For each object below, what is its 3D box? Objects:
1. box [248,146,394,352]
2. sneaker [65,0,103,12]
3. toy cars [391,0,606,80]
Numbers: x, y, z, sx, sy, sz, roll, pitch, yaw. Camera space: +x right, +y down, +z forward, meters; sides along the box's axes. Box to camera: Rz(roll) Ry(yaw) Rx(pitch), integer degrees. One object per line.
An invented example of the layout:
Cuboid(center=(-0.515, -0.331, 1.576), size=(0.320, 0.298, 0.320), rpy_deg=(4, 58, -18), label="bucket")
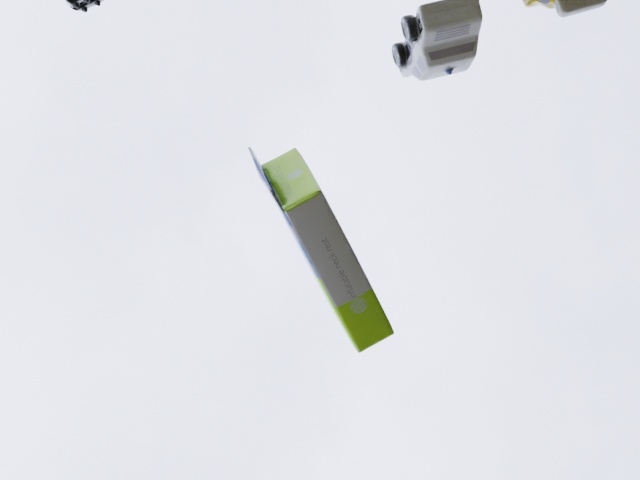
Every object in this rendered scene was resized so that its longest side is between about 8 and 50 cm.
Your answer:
Cuboid(center=(0.000, 0.000, 1.199), size=(0.042, 0.109, 0.178), rpy_deg=(-28, -63, -1), label="box")
Cuboid(center=(-0.239, -0.307, 1.323), size=(0.078, 0.234, 0.106), rpy_deg=(-30, -93, -15), label="sneaker")
Cuboid(center=(0.231, -0.280, 1.713), size=(0.176, 0.393, 0.087), rpy_deg=(-3, -108, -49), label="toy cars")
